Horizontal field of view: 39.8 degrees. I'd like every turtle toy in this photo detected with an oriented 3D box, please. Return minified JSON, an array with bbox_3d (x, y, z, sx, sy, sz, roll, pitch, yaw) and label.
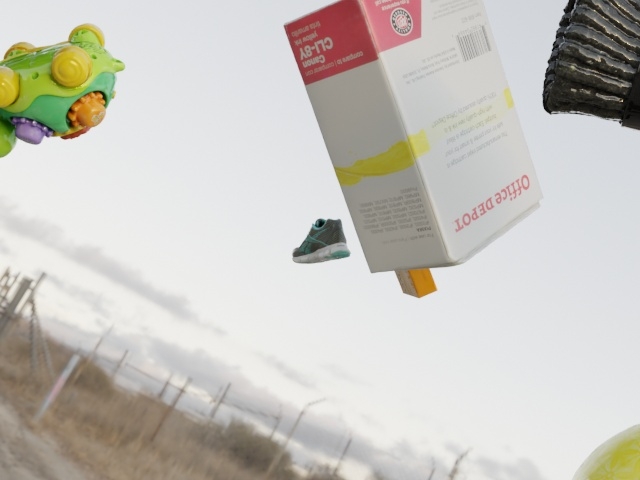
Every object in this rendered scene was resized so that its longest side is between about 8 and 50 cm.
[{"bbox_3d":[-0.195,-0.099,0.610,0.095,0.130,0.066,-99,173,-63],"label":"turtle toy"}]

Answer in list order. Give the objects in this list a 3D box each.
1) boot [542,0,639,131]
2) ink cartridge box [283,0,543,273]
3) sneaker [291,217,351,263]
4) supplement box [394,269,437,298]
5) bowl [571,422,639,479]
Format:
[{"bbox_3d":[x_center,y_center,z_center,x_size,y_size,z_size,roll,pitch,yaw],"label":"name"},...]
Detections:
[{"bbox_3d":[0.342,-0.112,0.839,0.260,0.348,0.131,19,-44,-3],"label":"boot"},{"bbox_3d":[0.146,-0.177,1.289,0.160,0.279,0.385,-10,-77,45],"label":"ink cartridge box"},{"bbox_3d":[0.000,0.000,1.547,0.065,0.076,0.166,-2,-6,-31],"label":"sneaker"},{"bbox_3d":[0.150,0.056,1.437,0.098,0.036,0.062,-174,-118,-81],"label":"supplement box"},{"bbox_3d":[0.314,0.340,0.904,0.156,0.290,0.289,-11,-18,0],"label":"bowl"}]
